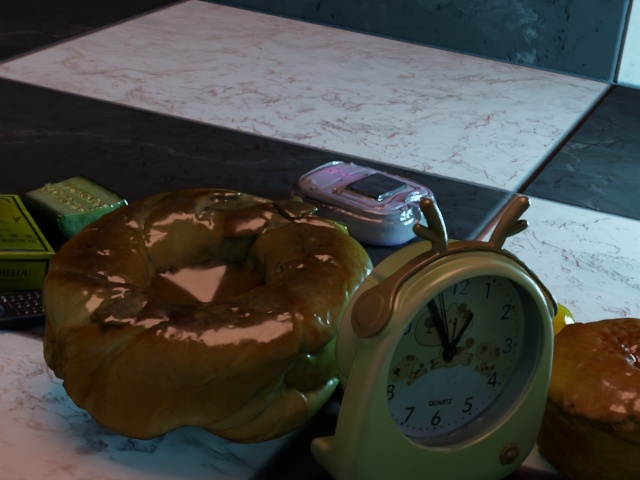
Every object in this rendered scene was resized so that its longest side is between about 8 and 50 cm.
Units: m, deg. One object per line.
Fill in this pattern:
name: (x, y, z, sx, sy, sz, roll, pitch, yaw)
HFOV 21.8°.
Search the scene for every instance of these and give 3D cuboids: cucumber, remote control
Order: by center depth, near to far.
remote control: (-0.363, 0.083, 1.909, 0.245, 0.025, 0.063, -6, 24, -37)
cucumber: (-0.332, -0.036, 2.214, 0.116, 0.062, 0.115, -19, 30, -41)

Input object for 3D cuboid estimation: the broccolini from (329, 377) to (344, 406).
broccolini: (-0.053, 0.167, 1.774, 0.271, 0.062, 0.123, -14, 22, -33)

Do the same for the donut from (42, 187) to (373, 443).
donut: (-0.116, 0.073, 1.724, 0.360, 0.170, 0.360, -1, 29, 0)

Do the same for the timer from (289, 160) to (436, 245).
timer: (0.064, -0.056, 2.434, 0.191, 0.069, 0.208, 18, 20, 20)

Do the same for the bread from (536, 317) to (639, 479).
bread: (0.345, 0.178, 1.751, 0.268, 0.145, 0.268, 3, 19, -1)

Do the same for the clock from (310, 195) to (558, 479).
clock: (0.121, 0.098, 1.627, 0.235, 0.308, 0.096, -2, 22, -31)

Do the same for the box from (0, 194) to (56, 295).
box: (-0.423, 0.003, 2.059, 0.141, 0.064, 0.220, -1, 22, -24)

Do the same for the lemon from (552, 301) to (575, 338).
lemon: (0.243, 0.121, 1.909, 0.114, 0.114, 0.155, 11, 16, 9)

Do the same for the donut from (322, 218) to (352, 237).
donut: (0.000, 0.000, 2.300, 0.083, 0.067, 0.038, -40, 50, -23)
